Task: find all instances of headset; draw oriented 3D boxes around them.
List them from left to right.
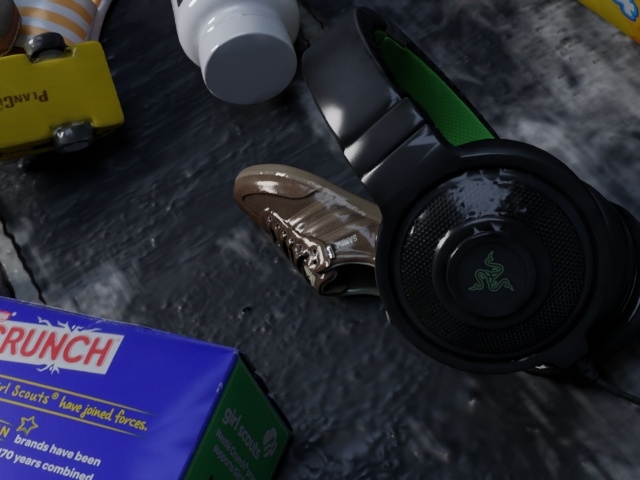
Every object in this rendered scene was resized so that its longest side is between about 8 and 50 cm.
[{"bbox_3d":[0.106,0.034,0.716,0.185,0.243,0.394,-41,68,16],"label":"headset"}]

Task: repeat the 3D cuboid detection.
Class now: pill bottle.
[{"bbox_3d":[-0.077,-0.213,1.014,0.108,0.108,0.193,-18,51,4],"label":"pill bottle"}]

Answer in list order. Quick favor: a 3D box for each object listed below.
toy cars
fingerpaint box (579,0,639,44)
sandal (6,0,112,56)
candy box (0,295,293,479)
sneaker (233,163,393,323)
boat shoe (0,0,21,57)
[{"bbox_3d":[-0.321,-0.024,0.953,0.176,0.087,0.393,34,68,-7],"label":"toy cars"},{"bbox_3d":[0.205,-0.382,0.839,0.163,0.444,0.371,-35,53,-9],"label":"fingerpaint box"},{"bbox_3d":[-0.259,-0.226,1.100,0.102,0.076,0.265,1,55,18],"label":"sandal"},{"bbox_3d":[-0.205,0.202,0.734,0.268,0.122,0.317,9,59,24],"label":"candy box"},{"bbox_3d":[0.000,0.000,0.857,0.188,0.066,0.071,21,63,30],"label":"sneaker"},{"bbox_3d":[-0.403,-0.194,1.090,0.324,0.116,0.123,6,65,28],"label":"boat shoe"}]
